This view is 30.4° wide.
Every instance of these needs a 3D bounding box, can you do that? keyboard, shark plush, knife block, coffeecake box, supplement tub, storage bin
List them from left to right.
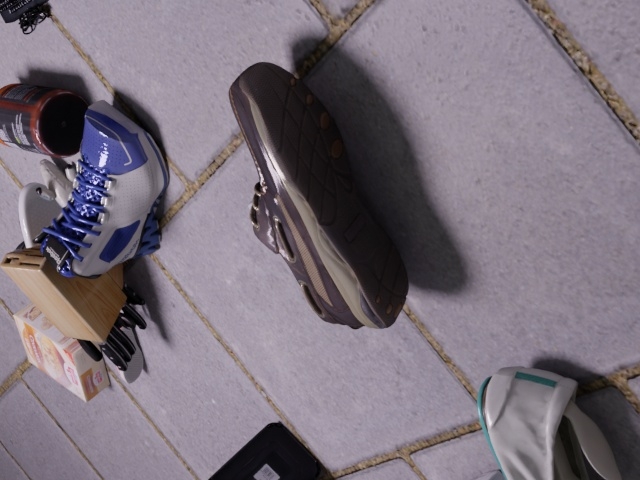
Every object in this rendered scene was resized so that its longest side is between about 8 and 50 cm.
[{"bbox_3d":[-0.438,-0.354,1.716,0.192,0.038,0.100,-9,116,55],"label":"keyboard"},{"bbox_3d":[-0.448,-0.190,1.831,0.198,0.106,0.106,14,133,44],"label":"supplement tub"},{"bbox_3d":[-0.522,0.221,2.379,0.185,0.068,0.142,27,140,31],"label":"coffeecake box"},{"bbox_3d":[-0.412,-0.073,1.985,0.161,0.073,0.067,41,174,-25],"label":"shark plush"},{"bbox_3d":[-0.401,0.119,1.963,0.088,0.275,0.242,3,100,28],"label":"knife block"},{"bbox_3d":[-0.102,0.404,1.940,0.122,0.180,0.084,44,148,10],"label":"storage bin"}]

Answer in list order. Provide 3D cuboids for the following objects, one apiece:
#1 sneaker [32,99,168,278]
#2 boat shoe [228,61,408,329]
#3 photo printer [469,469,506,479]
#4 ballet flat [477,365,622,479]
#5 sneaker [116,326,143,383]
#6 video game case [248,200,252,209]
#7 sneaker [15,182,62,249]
[{"bbox_3d":[-0.336,-0.040,1.775,0.127,0.182,0.315,35,145,21],"label":"sneaker"},{"bbox_3d":[-0.027,-0.037,1.408,0.130,0.132,0.355,-17,106,35],"label":"boat shoe"},{"bbox_3d":[0.135,0.463,1.589,0.107,0.307,0.256,47,147,5],"label":"photo printer"},{"bbox_3d":[0.307,0.324,1.421,0.139,0.139,0.400,6,126,49],"label":"ballet flat"},{"bbox_3d":[-0.375,0.201,2.195,0.070,0.051,0.134,25,137,37],"label":"sneaker"},{"bbox_3d":[0.000,0.000,1.549,0.173,0.022,0.190,56,148,-9],"label":"video game case"},{"bbox_3d":[-0.508,0.008,2.106,0.147,0.104,0.296,19,141,33],"label":"sneaker"}]
